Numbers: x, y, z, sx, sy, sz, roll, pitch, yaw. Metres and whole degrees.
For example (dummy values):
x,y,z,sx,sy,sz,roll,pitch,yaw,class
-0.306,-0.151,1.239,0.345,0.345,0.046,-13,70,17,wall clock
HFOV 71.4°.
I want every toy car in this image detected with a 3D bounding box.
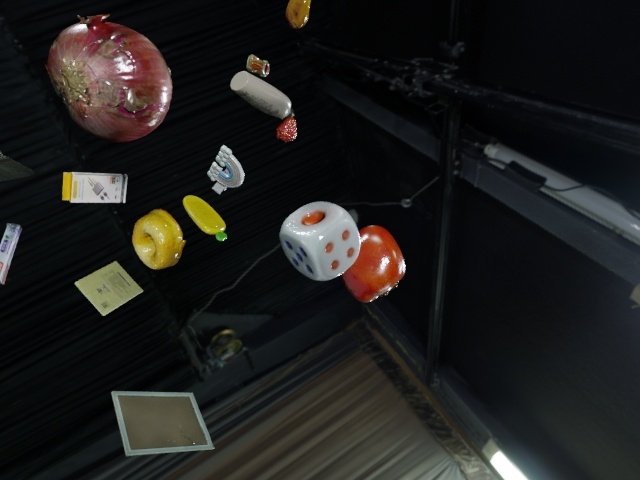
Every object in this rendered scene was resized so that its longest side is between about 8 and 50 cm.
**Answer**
x,y,z,sx,sy,sz,roll,pitch,yaw,class
-0.227,-0.647,1.660,0.035,0.122,0.059,23,-76,32,toy car

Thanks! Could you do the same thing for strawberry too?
x,y,z,sx,sy,sz,roll,pitch,yaw,class
-0.111,-0.373,1.494,0.073,0.074,0.083,37,-59,53,strawberry

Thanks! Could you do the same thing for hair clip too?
x,y,z,sx,sy,sz,roll,pitch,yaw,class
-0.367,-0.264,1.758,0.140,0.054,0.220,42,-44,-4,hair clip

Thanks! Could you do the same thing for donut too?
x,y,z,sx,sy,sz,roll,pitch,yaw,class
-0.501,0.003,1.352,0.174,0.075,0.190,48,-54,7,donut

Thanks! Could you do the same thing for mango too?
x,y,z,sx,sy,sz,roll,pitch,yaw,class
-0.069,-0.749,1.448,0.080,0.060,0.114,40,-45,2,mango

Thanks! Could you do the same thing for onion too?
x,y,z,sx,sy,sz,roll,pitch,yaw,class
-0.612,-0.471,1.307,0.353,0.354,0.353,52,-21,29,onion

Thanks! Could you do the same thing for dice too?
x,y,z,sx,sy,sz,roll,pitch,yaw,class
0.000,0.000,1.425,0.194,0.193,0.191,21,-38,44,dice

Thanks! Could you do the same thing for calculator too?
x,y,z,sx,sy,sz,roll,pitch,yaw,class
-0.449,-0.090,1.757,0.235,0.032,0.146,47,21,9,calculator

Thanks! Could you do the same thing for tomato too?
x,y,z,sx,sy,sz,roll,pitch,yaw,class
0.218,0.099,1.927,0.289,0.293,0.325,54,14,4,tomato

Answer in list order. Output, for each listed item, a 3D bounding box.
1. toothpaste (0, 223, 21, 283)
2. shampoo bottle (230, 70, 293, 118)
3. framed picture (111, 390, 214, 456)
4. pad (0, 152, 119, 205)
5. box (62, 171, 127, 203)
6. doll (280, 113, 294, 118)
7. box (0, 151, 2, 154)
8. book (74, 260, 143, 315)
x,y,z,sx,sy,sz,roll,pitch,yaw,class
-1.021,0.043,1.447,0.047,0.040,0.196,139,-41,-64,toothpaste
-0.184,-0.483,1.516,0.127,0.257,0.078,-3,-104,35,shampoo bottle
-0.494,0.568,1.396,0.293,0.018,0.231,21,20,-45,framed picture
-0.505,-0.110,0.710,0.250,0.324,0.055,139,-44,-81,pad
-0.949,-0.220,1.887,0.033,0.247,0.129,32,-64,39,box
-0.197,-0.699,2.465,0.093,0.061,0.051,-1,-54,30,doll
-0.932,-0.248,1.218,0.325,0.047,0.180,1,-59,50,box
-0.817,0.182,1.729,0.168,0.192,0.013,47,-53,2,book
